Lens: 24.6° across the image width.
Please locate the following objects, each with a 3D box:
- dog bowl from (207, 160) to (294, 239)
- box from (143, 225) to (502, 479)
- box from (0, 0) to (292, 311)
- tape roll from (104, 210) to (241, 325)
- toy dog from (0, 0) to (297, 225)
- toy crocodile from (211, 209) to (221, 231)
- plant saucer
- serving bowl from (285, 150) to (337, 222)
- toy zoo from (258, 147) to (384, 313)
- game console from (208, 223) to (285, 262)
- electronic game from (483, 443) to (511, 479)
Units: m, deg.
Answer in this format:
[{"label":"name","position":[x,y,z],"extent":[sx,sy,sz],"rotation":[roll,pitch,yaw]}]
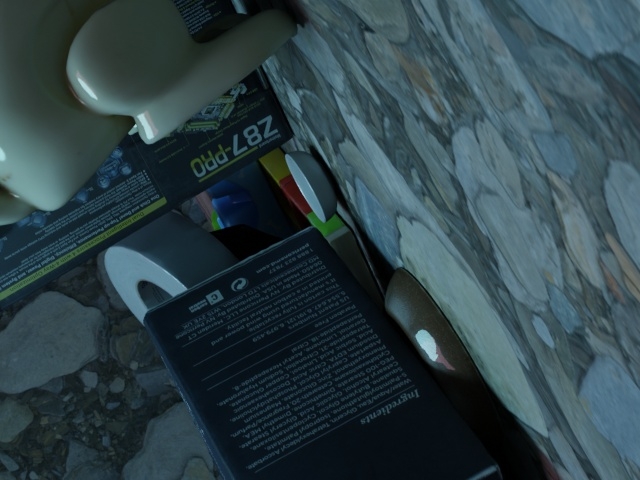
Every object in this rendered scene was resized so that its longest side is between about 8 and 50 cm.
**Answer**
[{"label":"dog bowl","position":[-0.107,-0.066,1.835],"extent":[0.297,0.074,0.166],"rotation":[63,175,-23]},{"label":"box","position":[0.021,0.234,1.469],"extent":[0.395,0.212,0.293],"rotation":[52,166,47]},{"label":"box","position":[-0.264,-0.147,1.527],"extent":[0.318,0.395,0.097],"rotation":[63,171,-29]},{"label":"tape roll","position":[-0.155,0.066,1.746],"extent":[0.219,0.072,0.219],"rotation":[35,155,19]},{"label":"toy dog","position":[-0.280,-0.254,1.295],"extent":[0.408,0.395,0.284],"rotation":[53,-176,-13]},{"label":"toy crocodile","position":[-0.085,0.050,2.356],"extent":[0.340,0.105,0.115],"rotation":[45,164,47]},{"label":"plant saucer","position":[0.111,0.120,1.425],"extent":[0.198,0.036,0.198],"rotation":[58,173,11]},{"label":"serving bowl","position":[-0.005,-0.061,1.538],"extent":[0.083,0.027,0.083],"rotation":[59,174,10]},{"label":"toy zoo","position":[0.000,0.000,1.746],"extent":[0.293,0.030,0.192],"rotation":[51,169,54]},{"label":"game console","position":[-0.007,0.123,1.748],"extent":[0.213,0.044,0.361],"rotation":[4,136,54]},{"label":"electronic game","position":[0.175,0.278,1.568],"extent":[0.229,0.048,0.229],"rotation":[58,173,11]}]
